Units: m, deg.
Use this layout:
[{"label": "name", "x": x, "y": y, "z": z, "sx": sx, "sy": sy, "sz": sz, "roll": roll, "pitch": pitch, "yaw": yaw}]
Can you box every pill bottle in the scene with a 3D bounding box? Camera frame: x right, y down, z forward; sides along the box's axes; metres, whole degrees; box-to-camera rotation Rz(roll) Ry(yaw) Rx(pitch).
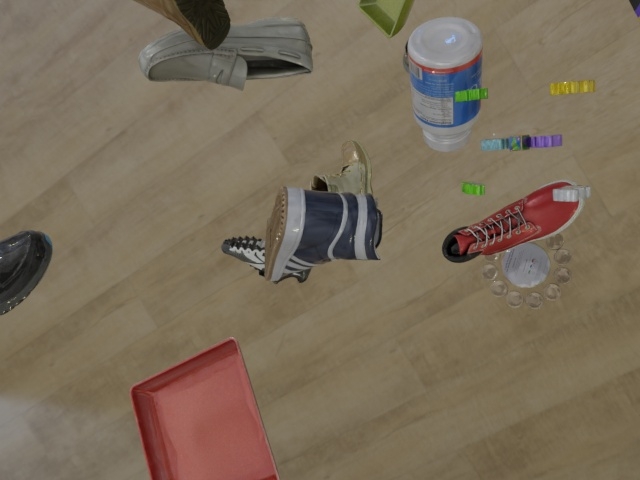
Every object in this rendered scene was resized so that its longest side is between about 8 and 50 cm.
[{"label": "pill bottle", "x": 0.221, "y": -0.265, "z": 1.107, "sx": 0.124, "sy": 0.222, "sz": 0.124, "roll": -6, "pitch": 55, "yaw": 9}]

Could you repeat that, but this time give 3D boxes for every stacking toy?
[{"label": "stacking toy", "x": 0.302, "y": -0.149, "z": 0.951, "sx": 0.221, "sy": 0.052, "sz": 0.167, "roll": 9, "pitch": 107, "yaw": 48}]

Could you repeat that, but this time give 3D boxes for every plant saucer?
[{"label": "plant saucer", "x": -0.198, "y": 0.333, "z": 1.095, "sx": 0.259, "sy": 0.047, "sz": 0.259, "roll": -28, "pitch": 70, "yaw": 22}, {"label": "plant saucer", "x": 0.170, "y": -0.580, "z": 1.430, "sx": 0.188, "sy": 0.045, "sz": 0.188, "roll": 61, "pitch": 140, "yaw": 43}]

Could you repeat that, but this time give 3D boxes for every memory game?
[{"label": "memory game", "x": 0.431, "y": 0.053, "z": 1.318, "sx": 0.186, "sy": 0.012, "sz": 0.186, "roll": -3, "pitch": 80, "yaw": 19}]

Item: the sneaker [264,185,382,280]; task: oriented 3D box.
[{"label": "sneaker", "x": 0.000, "y": 0.000, "z": 0.924, "sx": 0.153, "sy": 0.282, "sz": 0.099, "roll": 2, "pitch": 74, "yaw": -10}]

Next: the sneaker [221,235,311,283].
[{"label": "sneaker", "x": -0.129, "y": 0.055, "z": 1.527, "sx": 0.234, "sy": 0.078, "sz": 0.106, "roll": 9, "pitch": 112, "yaw": 2}]

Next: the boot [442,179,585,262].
[{"label": "boot", "x": 0.340, "y": -0.027, "z": 1.136, "sx": 0.244, "sy": 0.176, "sz": 0.089, "roll": -37, "pitch": 70, "yaw": 46}]

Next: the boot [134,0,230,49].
[{"label": "boot", "x": -0.276, "y": -0.412, "z": 0.934, "sx": 0.269, "sy": 0.236, "sz": 0.089, "roll": 34, "pitch": 74, "yaw": 12}]

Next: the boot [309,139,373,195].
[{"label": "boot", "x": 0.048, "y": -0.159, "z": 1.565, "sx": 0.077, "sy": 0.165, "sz": 0.213, "roll": -21, "pitch": 72, "yaw": 47}]

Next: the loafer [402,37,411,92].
[{"label": "loafer", "x": 0.237, "y": -0.407, "z": 1.407, "sx": 0.094, "sy": 0.251, "sz": 0.088, "roll": -1, "pitch": 129, "yaw": 0}]

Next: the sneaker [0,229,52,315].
[{"label": "sneaker", "x": -0.617, "y": 0.074, "z": 1.048, "sx": 0.340, "sy": 0.140, "sz": 0.125, "roll": -32, "pitch": 47, "yaw": -9}]

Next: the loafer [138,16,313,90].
[{"label": "loafer", "x": -0.164, "y": -0.329, "z": 1.146, "sx": 0.319, "sy": 0.112, "sz": 0.112, "roll": -14, "pitch": 78, "yaw": -14}]

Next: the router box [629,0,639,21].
[{"label": "router box", "x": 0.466, "y": -0.399, "z": 0.733, "sx": 0.308, "sy": 0.081, "sz": 0.243, "roll": -15, "pitch": 75, "yaw": -14}]
